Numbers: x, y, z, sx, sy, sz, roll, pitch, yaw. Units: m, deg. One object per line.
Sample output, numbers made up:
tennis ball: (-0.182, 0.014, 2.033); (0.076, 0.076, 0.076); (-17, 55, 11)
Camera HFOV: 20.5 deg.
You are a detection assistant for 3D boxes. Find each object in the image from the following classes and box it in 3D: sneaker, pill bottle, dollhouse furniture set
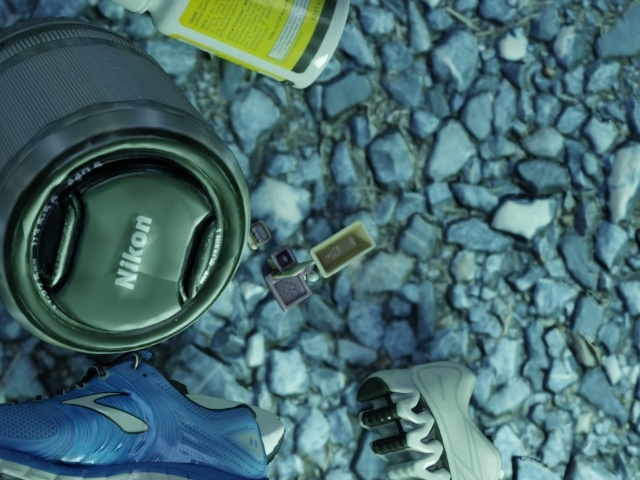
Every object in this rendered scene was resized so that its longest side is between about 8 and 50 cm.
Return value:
sneaker: (0.134, 0.256, 1.716); (0.118, 0.110, 0.292); (-16, 91, -30)
pill bottle: (-0.087, -0.233, 1.663); (0.208, 0.119, 0.119); (21, 78, -18)
dollhouse furniture set: (0.000, 0.000, 1.695); (0.114, 0.081, 0.091); (-32, 97, -20)
sneaker: (-0.198, 0.165, 1.470); (0.330, 0.130, 0.147); (12, 59, -23)

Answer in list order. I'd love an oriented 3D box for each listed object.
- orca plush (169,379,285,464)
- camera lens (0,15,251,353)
orca plush: (-0.169, 0.214, 1.599); (0.287, 0.151, 0.102); (-13, 131, -44)
camera lens: (-0.197, -0.051, 1.490); (0.219, 0.274, 0.219); (-11, 121, -19)
